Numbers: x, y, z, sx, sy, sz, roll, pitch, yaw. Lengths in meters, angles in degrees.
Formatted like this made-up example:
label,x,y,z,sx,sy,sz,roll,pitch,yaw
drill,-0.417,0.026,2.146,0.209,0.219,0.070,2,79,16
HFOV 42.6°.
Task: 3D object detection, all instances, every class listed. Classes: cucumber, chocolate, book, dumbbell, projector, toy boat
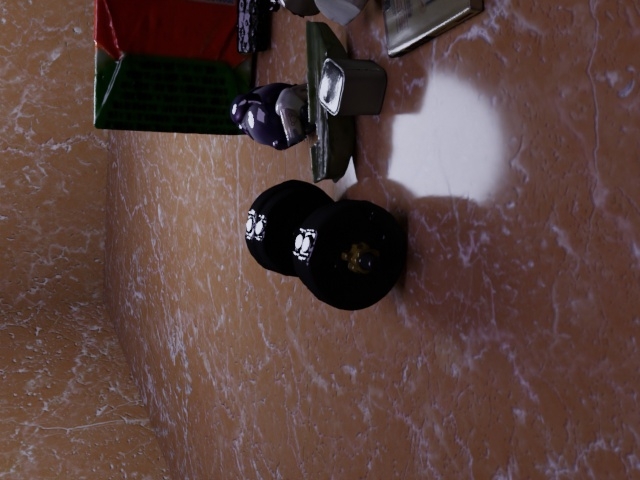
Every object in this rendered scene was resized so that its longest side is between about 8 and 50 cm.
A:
label,x,y,z,sx,sy,sz,roll,pitch,yaw
cucumber,-0.143,-0.548,1.770,0.072,0.072,0.300,33,123,59
chocolate,-0.334,-0.426,1.890,0.161,0.360,0.341,-120,33,-64
book,0.156,-0.382,1.219,0.231,0.026,0.161,168,96,-65
dumbbell,0.000,0.000,1.427,0.388,0.185,0.185,-158,66,-62
projector,0.053,-0.260,1.388,0.083,0.082,0.083,53,139,49
toy boat,0.015,-0.249,1.466,0.055,0.093,0.292,-1,94,46

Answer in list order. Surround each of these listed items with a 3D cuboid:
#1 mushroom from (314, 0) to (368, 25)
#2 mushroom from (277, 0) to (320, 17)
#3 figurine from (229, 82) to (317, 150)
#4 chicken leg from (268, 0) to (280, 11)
label,x,y,z,sx,sy,sz,roll,pitch,yaw
mushroom,0.045,-0.505,1.362,0.118,0.103,0.270,-10,75,60
mushroom,-0.041,-0.499,1.496,0.117,0.141,0.188,-51,48,25
figurine,-0.090,-0.248,1.625,0.222,0.145,0.145,0,94,60
chicken leg,-0.072,-0.510,1.650,0.219,0.048,0.089,18,113,63
